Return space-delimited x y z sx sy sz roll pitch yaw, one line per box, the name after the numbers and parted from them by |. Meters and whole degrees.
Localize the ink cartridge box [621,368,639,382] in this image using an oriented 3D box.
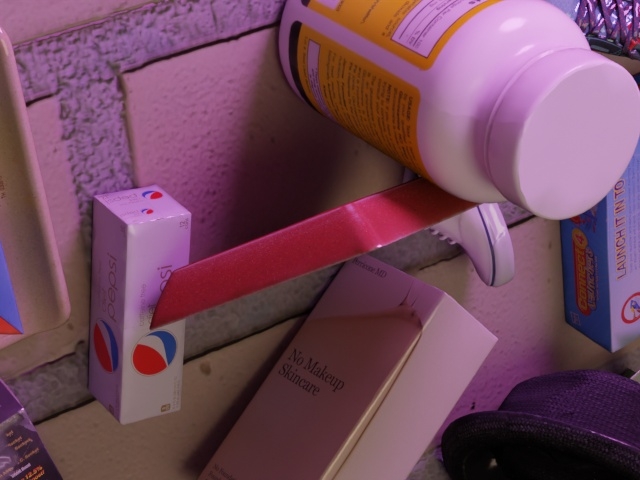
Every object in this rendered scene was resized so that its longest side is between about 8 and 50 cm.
0.396 0.244 1.956 0.109 0.062 0.209 -38 131 -14 | ink cartridge box

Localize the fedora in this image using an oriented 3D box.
0.319 0.253 1.780 0.152 0.334 0.334 -61 140 -33 | fedora

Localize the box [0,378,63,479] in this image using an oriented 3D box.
-0.376 0.306 1.400 0.307 0.076 0.242 -34 130 -18 | box

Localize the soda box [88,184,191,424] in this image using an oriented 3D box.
-0.173 0.062 1.419 0.069 0.074 0.216 -12 121 -32 | soda box

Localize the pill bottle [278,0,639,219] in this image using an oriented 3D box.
0.123 -0.147 1.350 0.188 0.334 0.188 -18 124 -29 | pill bottle

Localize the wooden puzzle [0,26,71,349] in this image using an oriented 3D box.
-0.383 0.014 1.231 0.348 0.080 0.322 -24 126 -25 | wooden puzzle

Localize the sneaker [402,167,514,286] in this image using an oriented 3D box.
0.135 -0.043 1.597 0.091 0.094 0.258 -26 125 -1 | sneaker

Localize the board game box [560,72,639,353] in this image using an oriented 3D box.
0.429 -0.064 1.796 0.302 0.086 0.308 -25 127 -24 | board game box

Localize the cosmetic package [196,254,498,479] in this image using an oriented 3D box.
0.025 0.181 1.555 0.113 0.160 0.309 40 80 -41 | cosmetic package

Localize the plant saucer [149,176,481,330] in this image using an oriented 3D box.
0.000 0.000 1.386 0.258 0.259 0.048 -22 92 -58 | plant saucer

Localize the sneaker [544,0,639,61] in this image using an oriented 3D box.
0.315 -0.245 1.582 0.262 0.125 0.104 -4 116 -35 | sneaker
